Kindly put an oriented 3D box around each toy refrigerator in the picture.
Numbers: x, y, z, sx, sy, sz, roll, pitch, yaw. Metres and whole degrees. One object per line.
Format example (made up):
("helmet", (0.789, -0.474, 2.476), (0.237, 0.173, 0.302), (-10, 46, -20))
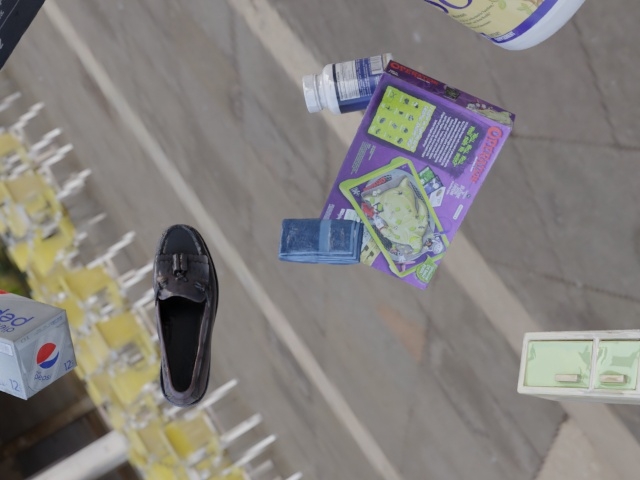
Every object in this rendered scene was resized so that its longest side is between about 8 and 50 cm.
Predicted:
("toy refrigerator", (0.424, 0.194, 1.871), (0.269, 0.094, 0.102), (-7, 71, 58))

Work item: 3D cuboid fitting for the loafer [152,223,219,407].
("loafer", (-0.217, 0.115, 1.964), (0.095, 0.109, 0.302), (111, 157, -79))

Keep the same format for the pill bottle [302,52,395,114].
("pill bottle", (0.057, -0.280, 2.215), (0.094, 0.169, 0.094), (-9, -90, -82))

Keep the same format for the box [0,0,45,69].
("box", (-0.458, -0.329, 1.194), (0.212, 0.293, 0.395), (9, 145, 18))

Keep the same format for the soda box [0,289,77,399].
("soda box", (-0.466, 0.121, 1.648), (0.286, 0.098, 0.091), (13, 122, 34))

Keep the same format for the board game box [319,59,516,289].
("board game box", (0.135, -0.092, 1.876), (0.208, 0.056, 0.347), (27, 129, 3))

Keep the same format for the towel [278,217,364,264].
("towel", (0.000, 0.000, 1.710), (0.029, 0.119, 0.067), (65, -151, -65))

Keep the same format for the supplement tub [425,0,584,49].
("supplement tub", (0.167, -0.406, 1.470), (0.331, 0.241, 0.241), (27, 175, -19))
